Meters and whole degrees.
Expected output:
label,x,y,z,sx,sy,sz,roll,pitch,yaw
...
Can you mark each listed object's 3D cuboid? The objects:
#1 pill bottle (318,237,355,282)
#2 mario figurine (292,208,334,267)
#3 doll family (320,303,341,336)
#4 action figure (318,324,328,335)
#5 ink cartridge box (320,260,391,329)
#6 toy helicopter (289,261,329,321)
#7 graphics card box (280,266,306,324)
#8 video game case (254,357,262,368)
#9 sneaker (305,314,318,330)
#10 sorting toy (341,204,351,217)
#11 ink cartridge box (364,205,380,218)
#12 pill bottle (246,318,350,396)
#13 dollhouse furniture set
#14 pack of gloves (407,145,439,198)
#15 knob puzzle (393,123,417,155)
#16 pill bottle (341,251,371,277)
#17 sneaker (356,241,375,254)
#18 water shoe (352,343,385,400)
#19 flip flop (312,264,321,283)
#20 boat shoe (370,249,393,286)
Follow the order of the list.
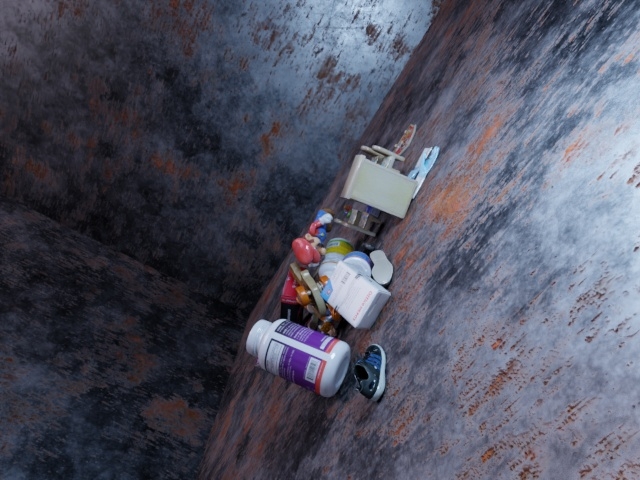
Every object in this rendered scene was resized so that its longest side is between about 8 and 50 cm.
label,x,y,z,sx,sy,sz,roll,pitch,yaw
pill bottle,0.069,0.118,1.979,0.136,0.136,0.245,-50,15,47
mario figurine,0.000,0.000,1.972,0.170,0.198,0.320,-11,33,33
doll family,0.059,0.273,1.673,0.263,0.118,0.163,-53,11,47
action figure,-0.010,0.435,1.732,0.232,0.063,0.137,-74,4,-65
ink cartridge box,0.115,0.183,1.471,0.203,0.086,0.148,38,103,42
toy helicopter,-0.053,0.213,1.900,0.140,0.235,0.355,-24,34,-12
graphics card box,-0.137,0.338,2.147,0.233,0.094,0.371,-78,-4,-55
video game case,-0.114,0.487,1.640,0.210,0.232,0.042,-43,23,59
sneaker,-0.046,0.403,2.051,0.067,0.042,0.118,-52,6,25
sorting toy,0.154,-0.174,2.583,0.061,0.042,0.102,-54,13,35
ink cartridge box,0.268,-0.189,2.066,0.207,0.046,0.097,-66,11,-22
pill bottle,-0.075,0.372,1.432,0.181,0.323,0.181,-48,-33,-46
dollhouse furniture set,0.179,-0.224,1.813,0.362,0.256,0.394,-69,19,3
pack of gloves,0.386,-0.285,1.759,0.232,0.046,0.195,-60,11,5
knob puzzle,0.421,-0.505,2.198,0.213,0.030,0.213,-58,11,18
pill bottle,0.136,0.108,1.671,0.124,0.124,0.221,-60,-3,10
sneaker,0.182,0.056,1.850,0.089,0.051,0.170,-62,6,0
water shoe,0.135,0.351,1.218,0.073,0.080,0.203,-57,12,23
flip flop,0.006,0.221,2.155,0.080,0.112,0.277,-26,29,48
boat shoe,0.220,0.110,1.554,0.206,0.075,0.065,-94,-10,-62
